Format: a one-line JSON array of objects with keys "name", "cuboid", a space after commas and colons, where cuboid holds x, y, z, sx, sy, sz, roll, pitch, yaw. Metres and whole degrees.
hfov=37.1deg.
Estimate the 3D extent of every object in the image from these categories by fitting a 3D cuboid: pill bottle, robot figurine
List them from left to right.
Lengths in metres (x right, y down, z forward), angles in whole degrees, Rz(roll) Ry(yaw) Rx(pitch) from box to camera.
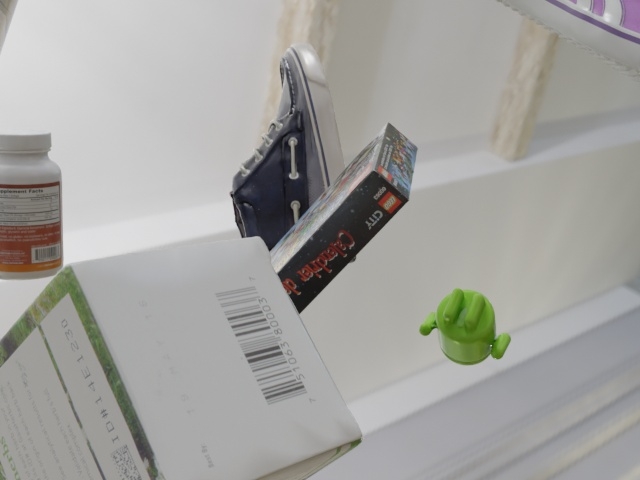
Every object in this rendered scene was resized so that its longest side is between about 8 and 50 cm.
[{"name": "pill bottle", "cuboid": [-0.450, -0.056, 1.435, 0.121, 0.121, 0.216, -9, -75, -45]}, {"name": "robot figurine", "cuboid": [0.166, 0.100, 1.089, 0.115, 0.101, 0.067, 73, -144, -57]}]

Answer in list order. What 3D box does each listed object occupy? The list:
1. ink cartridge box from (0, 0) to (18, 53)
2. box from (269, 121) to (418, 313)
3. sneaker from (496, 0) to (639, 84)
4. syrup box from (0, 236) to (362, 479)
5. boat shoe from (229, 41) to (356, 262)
[{"name": "ink cartridge box", "cuboid": [-0.444, -0.340, 1.112, 0.166, 0.285, 0.394, 16, -100, -11]}, {"name": "box", "cuboid": [0.000, 0.000, 0.939, 0.233, 0.044, 0.159, -47, 8, 22]}, {"name": "sneaker", "cuboid": [0.265, -0.225, 0.792, 0.102, 0.282, 0.161, 14, -66, -51]}, {"name": "syrup box", "cuboid": [-0.103, 0.102, 0.405, 0.096, 0.093, 0.237, -9, -26, -47]}, {"name": "boat shoe", "cuboid": [-0.055, -0.120, 1.319, 0.158, 0.340, 0.127, -9, -25, -6]}]
